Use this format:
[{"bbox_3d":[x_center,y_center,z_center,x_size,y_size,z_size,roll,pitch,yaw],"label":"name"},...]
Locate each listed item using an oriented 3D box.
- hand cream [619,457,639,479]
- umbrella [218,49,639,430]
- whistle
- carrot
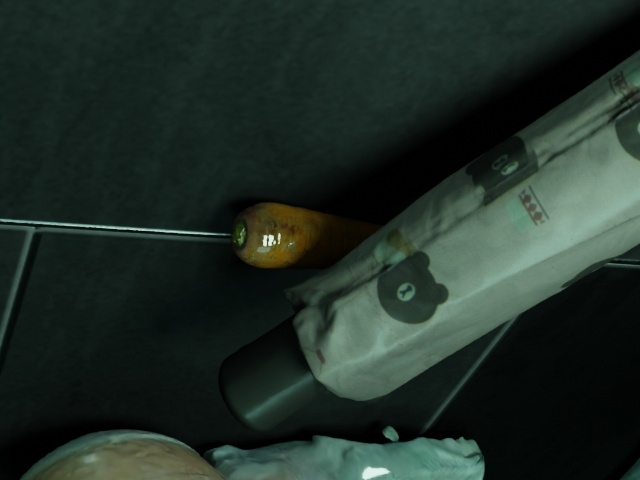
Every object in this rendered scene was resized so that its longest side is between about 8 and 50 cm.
[{"bbox_3d":[0.280,0.102,0.930,0.111,0.070,0.312,-2,155,-13],"label":"hand cream"},{"bbox_3d":[0.089,-0.010,0.656,0.337,0.067,0.073,-35,138,23],"label":"umbrella"},{"bbox_3d":[-0.060,0.177,0.892,0.348,0.189,0.189,-18,154,-30],"label":"whistle"},{"bbox_3d":[0.000,0.000,0.714,0.093,0.032,0.032,4,145,-30],"label":"carrot"}]
